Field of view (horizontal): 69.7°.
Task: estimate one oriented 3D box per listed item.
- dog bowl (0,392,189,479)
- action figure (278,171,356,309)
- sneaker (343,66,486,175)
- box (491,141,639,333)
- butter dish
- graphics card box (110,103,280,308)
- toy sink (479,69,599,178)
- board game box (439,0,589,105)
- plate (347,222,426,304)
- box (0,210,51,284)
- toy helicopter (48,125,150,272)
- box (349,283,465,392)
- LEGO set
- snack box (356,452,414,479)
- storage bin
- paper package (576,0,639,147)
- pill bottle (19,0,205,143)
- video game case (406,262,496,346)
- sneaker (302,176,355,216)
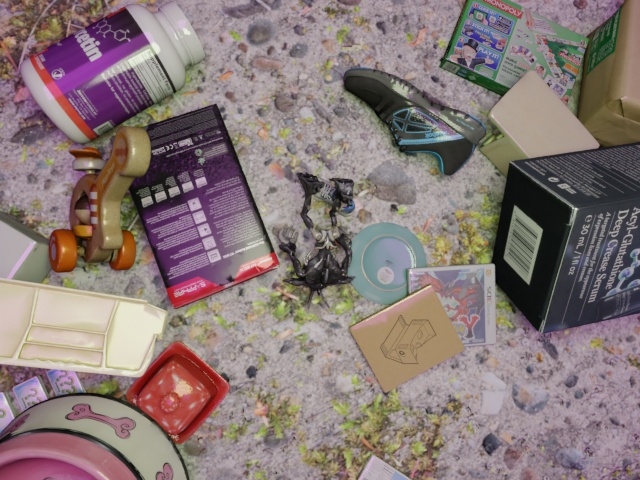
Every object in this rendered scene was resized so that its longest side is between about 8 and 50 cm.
[{"bbox_3d":[-0.448,0.493,0.806,0.408,0.150,0.408,0,93,3],"label":"dog bowl"},{"bbox_3d":[0.000,0.000,0.968,0.164,0.141,0.276,2,110,-14],"label":"action figure"},{"bbox_3d":[0.188,-0.270,1.024,0.341,0.125,0.140,30,107,8],"label":"sneaker"},{"bbox_3d":[0.593,-0.017,0.937,0.395,0.212,0.293,-10,124,-8],"label":"box"},{"bbox_3d":[-0.287,0.307,0.903,0.160,0.118,0.160,42,81,-1],"label":"butter dish"},{"bbox_3d":[-0.257,-0.073,0.962,0.232,0.094,0.371,-22,88,-8],"label":"graphics card box"},{"bbox_3d":[0.474,-0.235,1.052,0.234,0.131,0.153,45,80,-5],"label":"toy sink"},{"bbox_3d":[0.474,-0.457,1.119,0.317,0.046,0.213,23,81,-4],"label":"board game box"},{"bbox_3d":[0.152,0.050,1.034,0.188,0.024,0.188,1,83,-8],"label":"plate"},{"bbox_3d":[-0.620,0.005,0.890,0.170,0.130,0.091,32,80,-2],"label":"box"},{"bbox_3d":[-0.396,-0.101,0.850,0.140,0.355,0.235,0,64,-43],"label":"toy helicopter"},{"bbox_3d":[0.188,0.212,0.996,0.201,0.021,0.164,-29,92,2],"label":"box"},{"bbox_3d":[-0.605,0.237,0.905,0.182,0.060,0.244,-24,86,-13],"label":"LEGO set"},{"bbox_3d":[0.167,0.531,0.982,0.178,0.022,0.064,34,80,-2],"label":"snack box"},{"bbox_3d":[-0.420,0.155,0.808,0.260,0.262,0.123,13,76,-20],"label":"storage bin"},{"bbox_3d":[0.779,-0.357,1.059,0.309,0.168,0.325,20,72,-5],"label":"paper package"},{"bbox_3d":[-0.406,-0.348,0.930,0.323,0.181,0.181,-35,89,-10],"label":"pill bottle"},{"bbox_3d":[0.294,0.147,1.026,0.201,0.023,0.183,-3,93,-7],"label":"video game case"},{"bbox_3d":[0.022,-0.105,1.018,0.135,0.058,0.052,30,81,-2],"label":"sneaker"}]
